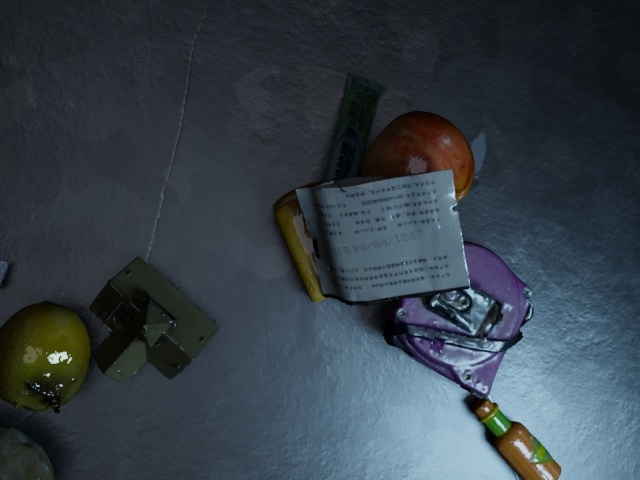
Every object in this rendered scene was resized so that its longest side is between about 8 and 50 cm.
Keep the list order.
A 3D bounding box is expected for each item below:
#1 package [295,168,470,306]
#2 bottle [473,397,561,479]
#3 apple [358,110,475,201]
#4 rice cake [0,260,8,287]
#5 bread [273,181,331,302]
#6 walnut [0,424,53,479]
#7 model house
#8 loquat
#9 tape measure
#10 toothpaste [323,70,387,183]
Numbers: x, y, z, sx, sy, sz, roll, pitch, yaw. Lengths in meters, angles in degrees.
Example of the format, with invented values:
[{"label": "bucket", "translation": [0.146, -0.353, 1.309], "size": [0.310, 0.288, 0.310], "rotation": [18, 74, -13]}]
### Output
[{"label": "package", "translation": [0.096, 0.000, 1.270], "size": [0.251, 0.062, 0.203], "rotation": [-6, 110, 21]}, {"label": "bottle", "translation": [0.339, 0.354, 1.418], "size": [0.069, 0.069, 0.187], "rotation": [-43, 93, -8]}, {"label": "apple", "translation": [0.162, -0.112, 1.350], "size": [0.164, 0.209, 0.209], "rotation": [42, 82, 12]}, {"label": "rice cake", "translation": [-0.644, 0.055, 1.304], "size": [0.270, 0.049, 0.055], "rotation": [-1, 65, -9]}, {"label": "bread", "translation": [0.000, 0.000, 1.390], "size": [0.116, 0.077, 0.200], "rotation": [-22, 90, -1]}, {"label": "walnut", "translation": [-0.524, 0.385, 1.233], "size": [0.224, 0.224, 0.224], "rotation": [0, 87, -8]}, {"label": "model house", "translation": [-0.277, 0.141, 1.251], "size": [0.181, 0.248, 0.176], "rotation": [43, 83, -3]}, {"label": "loquat", "translation": [-0.439, 0.176, 1.275], "size": [0.150, 0.204, 0.172], "rotation": [4, 129, -14]}, {"label": "tape measure", "translation": [0.237, 0.121, 1.374], "size": [0.245, 0.149, 0.231], "rotation": [27, 86, -5]}, {"label": "toothpaste", "translation": [0.050, -0.163, 1.385], "size": [0.075, 0.048, 0.296], "rotation": [19, 65, -8]}]
